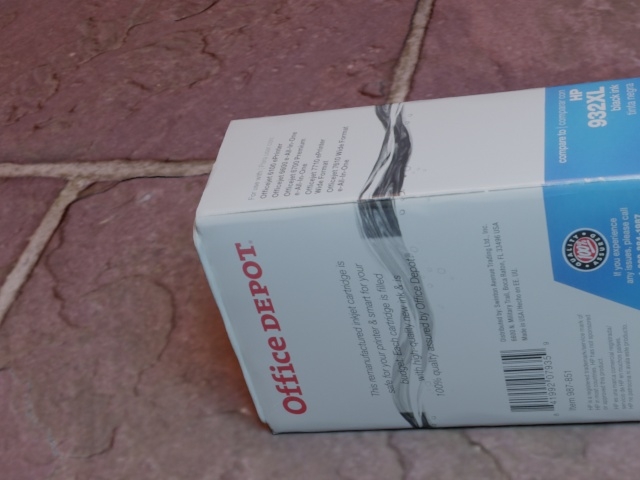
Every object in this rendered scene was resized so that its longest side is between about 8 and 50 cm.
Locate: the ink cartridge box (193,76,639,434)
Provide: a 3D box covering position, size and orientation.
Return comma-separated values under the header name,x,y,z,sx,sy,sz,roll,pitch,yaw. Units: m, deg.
name,x,y,z,sx,sy,sz,roll,pitch,yaw
ink cartridge box,0.090,0.019,0.853,0.307,0.223,0.129,-4,39,14
